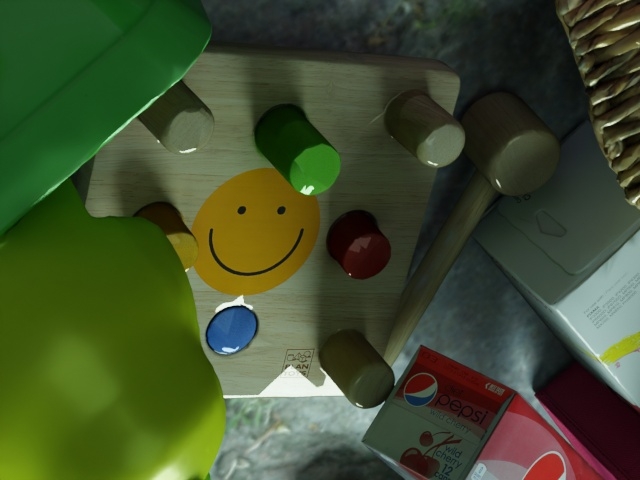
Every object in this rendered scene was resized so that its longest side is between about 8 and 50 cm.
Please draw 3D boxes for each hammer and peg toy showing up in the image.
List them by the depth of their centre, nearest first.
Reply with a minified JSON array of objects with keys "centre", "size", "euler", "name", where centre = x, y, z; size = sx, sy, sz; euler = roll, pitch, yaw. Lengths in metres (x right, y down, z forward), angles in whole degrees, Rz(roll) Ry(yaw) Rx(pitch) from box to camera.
[{"centre":[0.000,0.000,1.315],"size":[0.361,0.127,0.266],"euler":[2,115,-29],"name":"hammer and peg toy"}]

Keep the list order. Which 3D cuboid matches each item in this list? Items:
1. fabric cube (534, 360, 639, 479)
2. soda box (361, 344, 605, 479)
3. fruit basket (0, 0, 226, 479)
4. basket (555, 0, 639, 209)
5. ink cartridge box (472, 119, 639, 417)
[{"centre":[0.378,0.170,1.533],"size":[0.258,0.259,0.254],"euler":[-40,129,-2],"name":"fabric cube"},{"centre":[0.137,0.174,1.393],"size":[0.083,0.092,0.263],"euler":[-58,143,-9],"name":"soda box"},{"centre":[-0.193,-0.009,1.082],"size":[0.392,0.283,0.392],"euler":[-4,113,-8],"name":"fruit basket"},{"centre":[0.311,-0.182,1.312],"size":[0.299,0.223,0.213],"euler":[-18,106,15],"name":"basket"},{"centre":[0.224,0.026,1.451],"size":[0.127,0.128,0.176],"euler":[-44,128,0],"name":"ink cartridge box"}]
